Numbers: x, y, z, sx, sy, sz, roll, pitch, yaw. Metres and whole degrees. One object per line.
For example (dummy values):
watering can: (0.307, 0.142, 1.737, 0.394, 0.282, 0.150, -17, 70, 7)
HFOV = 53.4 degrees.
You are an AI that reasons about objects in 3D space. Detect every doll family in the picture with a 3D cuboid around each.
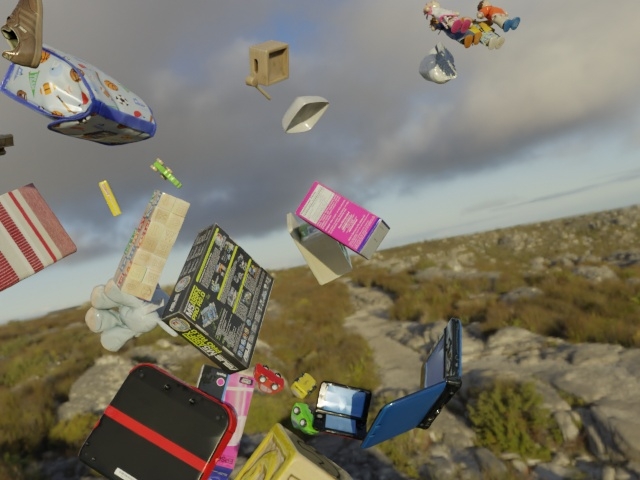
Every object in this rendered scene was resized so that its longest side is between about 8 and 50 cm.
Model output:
doll family: (0.370, -0.552, 1.655, 0.263, 0.118, 0.163, -10, 42, -26)

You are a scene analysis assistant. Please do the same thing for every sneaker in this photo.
sneaker: (-0.602, -0.436, 1.280, 0.071, 0.188, 0.066, 5, -27, -39)
sneaker: (0.333, -0.495, 1.847, 0.095, 0.090, 0.235, -33, 19, 28)

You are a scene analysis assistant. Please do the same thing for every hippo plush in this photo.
hippo plush: (-0.593, 0.202, 2.079, 0.295, 0.234, 0.236, -17, 11, 14)

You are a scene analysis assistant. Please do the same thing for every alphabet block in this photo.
alphabet block: (-0.049, 0.500, 1.207, 0.193, 0.197, 0.192, -53, 14, -9)

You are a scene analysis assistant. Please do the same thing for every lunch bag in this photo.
lunch bag: (-0.768, -0.452, 2.070, 0.386, 0.238, 0.328, 28, 6, 21)

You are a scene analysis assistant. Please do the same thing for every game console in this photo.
game console: (0.208, 0.338, 1.489, 0.174, 0.250, 0.293, 10, -36, -2)
game console: (0.060, 0.450, 1.685, 0.144, 0.085, 0.124, 12, 17, -1)
game console: (-0.475, 0.576, 1.880, 0.387, 0.341, 0.060, 23, -18, 18)

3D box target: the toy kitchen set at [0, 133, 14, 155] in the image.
toy kitchen set: (-0.929, -0.259, 1.858, 0.083, 0.075, 0.068, -20, -40, -39)

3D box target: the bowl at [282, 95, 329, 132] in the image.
bowl: (-0.057, -0.412, 2.049, 0.142, 0.053, 0.142, -19, -24, -49)

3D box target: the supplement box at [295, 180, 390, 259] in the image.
supplement box: (0.060, -0.054, 1.725, 0.220, 0.113, 0.111, 33, 0, 22)

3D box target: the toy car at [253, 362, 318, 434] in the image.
toy car: (-0.074, 0.449, 1.755, 0.239, 0.225, 0.053, 22, -65, -43)

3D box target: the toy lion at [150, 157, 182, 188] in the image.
toy lion: (-0.400, -0.169, 1.690, 0.034, 0.096, 0.100, -47, -16, -5)

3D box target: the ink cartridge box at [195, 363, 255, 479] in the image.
ink cartridge box: (-0.330, 0.584, 1.966, 0.176, 0.370, 0.069, 17, -20, -11)

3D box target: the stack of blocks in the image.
stack of blocks: (-0.488, 0.007, 1.829, 0.087, 0.297, 0.171, 24, -3, -26)

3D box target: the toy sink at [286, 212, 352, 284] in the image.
toy sink: (0.000, 0.000, 2.124, 0.131, 0.234, 0.152, -27, 23, 7)

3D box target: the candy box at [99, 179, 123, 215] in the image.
candy box: (-0.626, -0.125, 1.909, 0.027, 0.105, 0.206, -27, 10, -13)

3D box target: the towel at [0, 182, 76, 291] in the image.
towel: (-0.858, -0.003, 1.748, 0.037, 0.237, 0.329, -28, 8, 35)

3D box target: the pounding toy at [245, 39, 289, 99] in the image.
pounding toy: (-0.211, -0.598, 2.269, 0.094, 0.180, 0.206, 22, 37, 29)

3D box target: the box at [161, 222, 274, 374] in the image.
box: (-0.217, 0.127, 1.416, 0.060, 0.216, 0.270, -24, 35, 31)
